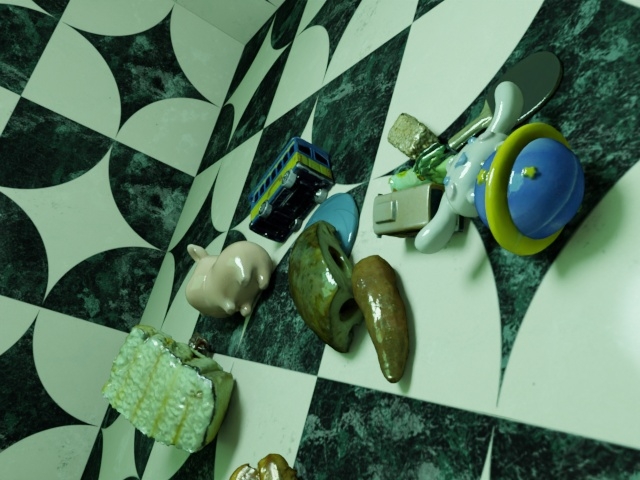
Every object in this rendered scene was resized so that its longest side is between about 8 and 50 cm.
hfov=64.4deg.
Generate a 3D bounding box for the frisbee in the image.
[{"bbox_3d":[-0.004,-0.002,1.352,0.289,0.049,0.290,-42,35,38],"label":"frisbee"}]

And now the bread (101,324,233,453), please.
[{"bbox_3d":[-0.390,0.429,1.456,0.395,0.264,0.239,23,84,26],"label":"bread"}]

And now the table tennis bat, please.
[{"bbox_3d":[0.342,-0.254,0.964,0.246,0.022,0.138,-40,36,38],"label":"table tennis bat"}]

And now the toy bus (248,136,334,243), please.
[{"bbox_3d":[-0.096,-0.147,1.542,0.288,0.138,0.175,-47,33,32],"label":"toy bus"}]

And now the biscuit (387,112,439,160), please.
[{"bbox_3d":[0.206,-0.231,1.138,0.082,0.070,0.168,-54,26,13],"label":"biscuit"}]

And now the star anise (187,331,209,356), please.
[{"bbox_3d":[-0.422,0.432,1.711,0.214,0.098,0.220,168,118,-75],"label":"star anise"}]

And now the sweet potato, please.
[{"bbox_3d":[0.115,0.131,0.975,0.097,0.097,0.292,-48,31,31],"label":"sweet potato"}]

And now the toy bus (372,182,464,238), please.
[{"bbox_3d":[0.179,-0.052,0.978,0.182,0.103,0.092,-8,79,60],"label":"toy bus"}]

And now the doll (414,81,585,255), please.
[{"bbox_3d":[0.303,-0.110,0.786,0.311,0.159,0.242,-69,13,-11],"label":"doll"}]

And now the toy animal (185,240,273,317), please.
[{"bbox_3d":[-0.289,0.121,1.607,0.326,0.237,0.269,-49,40,21],"label":"toy animal"}]

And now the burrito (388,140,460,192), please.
[{"bbox_3d":[0.221,-0.135,0.990,0.288,0.104,0.054,-13,47,57],"label":"burrito"}]

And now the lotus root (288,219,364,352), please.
[{"bbox_3d":[-0.010,0.091,1.145,0.210,0.141,0.314,-57,35,14],"label":"lotus root"}]

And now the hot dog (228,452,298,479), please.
[{"bbox_3d":[-0.083,0.575,0.938,0.158,0.117,0.349,-30,43,8],"label":"hot dog"}]
